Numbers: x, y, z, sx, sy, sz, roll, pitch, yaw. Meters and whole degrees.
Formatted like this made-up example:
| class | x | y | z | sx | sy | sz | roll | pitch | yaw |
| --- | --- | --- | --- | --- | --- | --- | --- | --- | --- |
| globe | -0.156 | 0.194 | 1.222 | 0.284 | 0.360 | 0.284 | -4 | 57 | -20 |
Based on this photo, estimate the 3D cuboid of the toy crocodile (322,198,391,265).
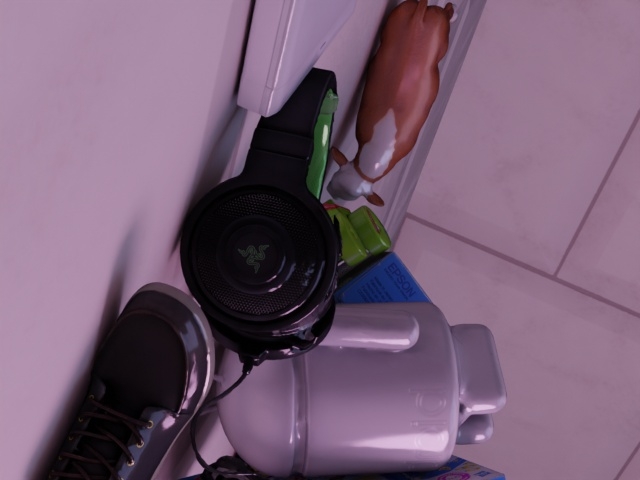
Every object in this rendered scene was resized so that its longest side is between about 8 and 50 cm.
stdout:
| class | x | y | z | sx | sy | sz | roll | pitch | yaw |
| --- | --- | --- | --- | --- | --- | --- | --- | --- | --- |
| toy crocodile | 0.000 | 0.000 | 1.336 | 0.115 | 0.105 | 0.340 | -34 | 175 | 16 |

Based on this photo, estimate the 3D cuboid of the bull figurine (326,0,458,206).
| class | x | y | z | sx | sy | sz | roll | pitch | yaw |
| --- | --- | --- | --- | --- | --- | --- | --- | --- | --- |
| bull figurine | 0.102 | -0.192 | 1.458 | 0.188 | 0.101 | 0.310 | -60 | 174 | -64 |

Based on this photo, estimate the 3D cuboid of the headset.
| class | x | y | z | sx | sy | sz | roll | pitch | yaw |
| --- | --- | --- | --- | --- | --- | --- | --- | --- | --- |
| headset | -0.022 | 0.038 | 0.951 | 0.243 | 0.185 | 0.394 | 90 | 14 | -72 |

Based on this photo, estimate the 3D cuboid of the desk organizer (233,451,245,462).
| class | x | y | z | sx | sy | sz | roll | pitch | yaw |
| --- | --- | --- | --- | --- | --- | --- | --- | --- | --- |
| desk organizer | -0.111 | 0.348 | 1.838 | 0.050 | 0.047 | 0.130 | 86 | 29 | -70 |

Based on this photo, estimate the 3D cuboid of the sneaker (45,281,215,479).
| class | x | y | z | sx | sy | sz | roll | pitch | yaw |
| --- | --- | --- | --- | --- | --- | --- | --- | --- | --- |
| sneaker | -0.147 | 0.142 | 0.783 | 0.118 | 0.083 | 0.222 | -54 | 167 | -58 |

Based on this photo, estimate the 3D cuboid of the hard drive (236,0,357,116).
| class | x | y | z | sx | sy | sz | roll | pitch | yaw |
| --- | --- | --- | --- | --- | --- | --- | --- | --- | --- |
| hard drive | 0.014 | -0.268 | 0.815 | 0.307 | 0.040 | 0.203 | 107 | 10 | -45 |

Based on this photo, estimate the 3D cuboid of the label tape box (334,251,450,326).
| class | x | y | z | sx | sy | sz | roll | pitch | yaw |
| --- | --- | --- | --- | --- | --- | --- | --- | --- | --- |
| label tape box | 0.096 | 0.138 | 1.538 | 0.106 | 0.241 | 0.333 | -37 | -175 | -9 |

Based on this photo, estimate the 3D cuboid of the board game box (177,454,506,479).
| class | x | y | z | sx | sy | sz | roll | pitch | yaw |
| --- | --- | --- | --- | --- | --- | --- | --- | --- | --- |
| board game box | 0.019 | 0.327 | 1.299 | 0.302 | 0.308 | 0.086 | 3 | -79 | 65 |

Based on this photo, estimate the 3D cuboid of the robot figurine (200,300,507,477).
| class | x | y | z | sx | sy | sz | roll | pitch | yaw |
| --- | --- | --- | --- | --- | --- | --- | --- | --- | --- |
| robot figurine | 0.032 | 0.172 | 1.254 | 0.300 | 0.353 | 0.200 | 95 | -9 | -47 |
